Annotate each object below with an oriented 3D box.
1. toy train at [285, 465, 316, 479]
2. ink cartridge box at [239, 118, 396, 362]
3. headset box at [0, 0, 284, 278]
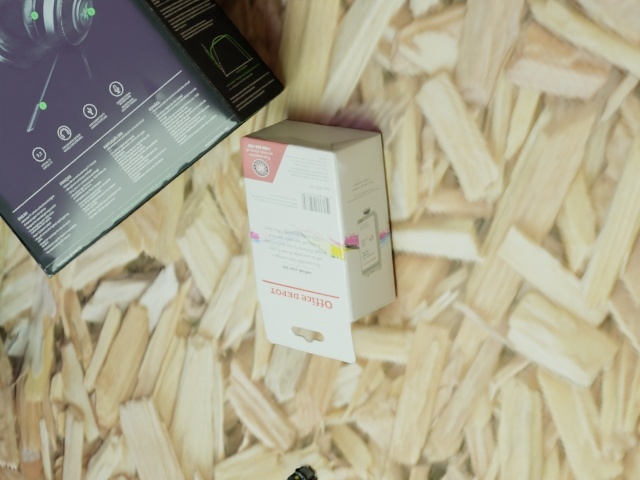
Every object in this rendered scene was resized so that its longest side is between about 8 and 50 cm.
[{"bbox_3d":[-0.041,0.286,1.728,0.027,0.036,0.158,41,133,22],"label":"toy train"},{"bbox_3d":[0.000,0.000,1.528,0.115,0.067,0.198,12,116,40],"label":"ink cartridge box"},{"bbox_3d":[-0.223,-0.159,1.521,0.246,0.131,0.283,-38,95,24],"label":"headset box"}]
